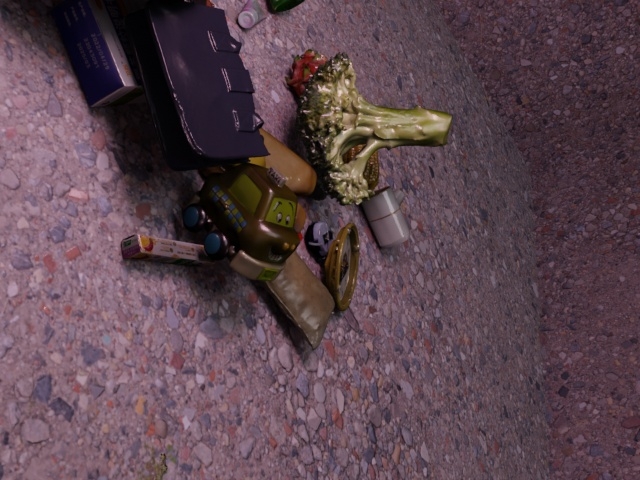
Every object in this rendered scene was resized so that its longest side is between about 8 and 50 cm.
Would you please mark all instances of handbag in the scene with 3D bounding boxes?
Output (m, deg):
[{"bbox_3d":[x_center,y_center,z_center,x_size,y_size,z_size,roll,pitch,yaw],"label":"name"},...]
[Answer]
[{"bbox_3d":[-0.231,-0.301,1.400,0.269,0.118,0.325,-13,86,-53],"label":"handbag"}]

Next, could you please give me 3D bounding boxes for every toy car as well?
[{"bbox_3d":[-0.138,-0.058,1.454,0.248,0.198,0.204,49,19,28],"label":"toy car"}]

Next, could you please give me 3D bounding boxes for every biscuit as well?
[{"bbox_3d":[-0.135,-0.164,1.677,0.291,0.062,0.237,37,42,-21],"label":"biscuit"}]

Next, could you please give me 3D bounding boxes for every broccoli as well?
[{"bbox_3d":[0.120,-0.332,1.868,0.353,0.397,0.275,62,-2,-23],"label":"broccoli"}]

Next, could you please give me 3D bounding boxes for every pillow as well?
[{"bbox_3d":[-0.066,0.101,1.666,0.302,0.075,0.185,54,31,-19],"label":"pillow"}]

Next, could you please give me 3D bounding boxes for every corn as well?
[{"bbox_3d":[0.106,-0.296,2.146,0.131,0.131,0.344,33,44,-47],"label":"corn"}]

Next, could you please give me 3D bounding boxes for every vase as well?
[{"bbox_3d":[0.016,-0.165,1.968,0.081,0.081,0.148,60,34,-16],"label":"vase"}]

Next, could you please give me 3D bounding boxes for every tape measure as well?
[{"bbox_3d":[-0.001,-0.001,1.857,0.094,0.054,0.091,68,30,-25],"label":"tape measure"}]

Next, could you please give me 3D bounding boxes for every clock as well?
[{"bbox_3d":[0.053,0.067,1.853,0.237,0.057,0.237,7,90,-74],"label":"clock"}]

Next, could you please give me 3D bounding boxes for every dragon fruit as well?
[{"bbox_3d":[-0.012,-0.426,2.020,0.135,0.137,0.236,-15,87,-54],"label":"dragon fruit"}]

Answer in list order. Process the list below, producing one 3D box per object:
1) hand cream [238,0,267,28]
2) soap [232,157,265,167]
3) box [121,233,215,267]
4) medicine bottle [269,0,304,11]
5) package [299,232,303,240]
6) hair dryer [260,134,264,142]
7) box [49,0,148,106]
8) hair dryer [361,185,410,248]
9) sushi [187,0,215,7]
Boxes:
[{"bbox_3d":[-0.184,-0.628,1.960,0.076,0.047,0.174,55,24,-22],"label":"hand cream"},{"bbox_3d":[-0.180,-0.195,1.566,0.140,0.045,0.089,42,39,-7],"label":"soap"},{"bbox_3d":[-0.290,0.021,1.374,0.207,0.050,0.041,13,63,-56],"label":"box"},{"bbox_3d":[-0.137,-0.807,2.051,0.133,0.133,0.274,-29,97,-60],"label":"medicine bottle"},{"bbox_3d":[-0.102,-0.076,1.770,0.200,0.022,0.083,65,31,-10],"label":"package"},{"bbox_3d":[-0.168,-0.230,1.626,0.083,0.026,0.047,20,47,-26],"label":"hair dryer"},{"bbox_3d":[-0.368,-0.389,1.442,0.299,0.106,0.200,-27,96,-59],"label":"box"},{"bbox_3d":[0.238,-0.107,2.290,0.173,0.108,0.357,67,23,-10],"label":"hair dryer"},{"bbox_3d":[-0.251,-0.497,1.643,0.219,0.047,0.231,58,12,-76],"label":"sushi"}]
